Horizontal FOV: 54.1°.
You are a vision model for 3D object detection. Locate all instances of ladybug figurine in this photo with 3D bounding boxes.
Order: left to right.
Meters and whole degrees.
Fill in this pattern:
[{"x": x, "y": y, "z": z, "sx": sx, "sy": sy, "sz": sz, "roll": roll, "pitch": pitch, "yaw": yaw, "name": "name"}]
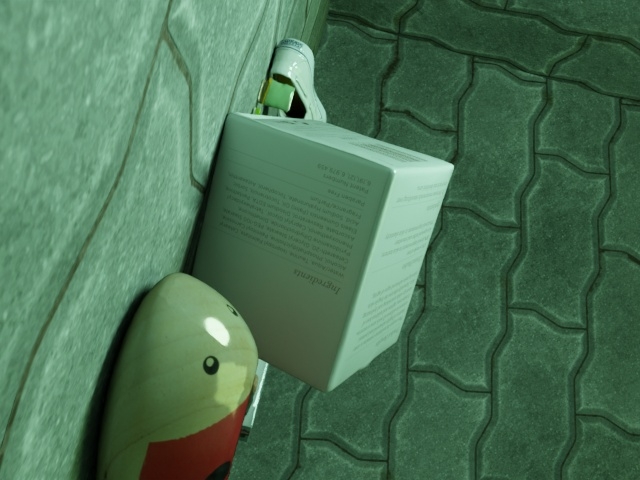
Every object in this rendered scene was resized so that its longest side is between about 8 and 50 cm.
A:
[{"x": -0.187, "y": 0.245, "z": 0.854, "sx": 0.305, "sy": 0.162, "sz": 0.449, "roll": -78, "pitch": -176, "yaw": -50, "name": "ladybug figurine"}]

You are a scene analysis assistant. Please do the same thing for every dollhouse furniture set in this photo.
[{"x": -0.111, "y": -0.291, "z": 1.399, "sx": 0.058, "sy": 0.076, "sz": 0.152, "roll": 154, "pitch": -48, "yaw": -86, "name": "dollhouse furniture set"}]

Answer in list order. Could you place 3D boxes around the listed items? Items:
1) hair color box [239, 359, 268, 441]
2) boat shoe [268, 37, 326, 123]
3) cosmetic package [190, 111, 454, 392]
[{"x": -0.225, "y": 0.307, "z": 1.628, "sx": 0.113, "sy": 0.185, "sz": 0.374, "roll": 109, "pitch": -4, "yaw": -52, "name": "hair color box"}, {"x": -0.069, "y": -0.329, "z": 1.609, "sx": 0.367, "sy": 0.135, "sz": 0.156, "roll": 85, "pitch": 24, "yaw": -63, "name": "boat shoe"}, {"x": 0.000, "y": 0.000, "z": 1.169, "sx": 0.329, "sy": 0.327, "sz": 0.394, "roll": -14, "pitch": 123, "yaw": -62, "name": "cosmetic package"}]
